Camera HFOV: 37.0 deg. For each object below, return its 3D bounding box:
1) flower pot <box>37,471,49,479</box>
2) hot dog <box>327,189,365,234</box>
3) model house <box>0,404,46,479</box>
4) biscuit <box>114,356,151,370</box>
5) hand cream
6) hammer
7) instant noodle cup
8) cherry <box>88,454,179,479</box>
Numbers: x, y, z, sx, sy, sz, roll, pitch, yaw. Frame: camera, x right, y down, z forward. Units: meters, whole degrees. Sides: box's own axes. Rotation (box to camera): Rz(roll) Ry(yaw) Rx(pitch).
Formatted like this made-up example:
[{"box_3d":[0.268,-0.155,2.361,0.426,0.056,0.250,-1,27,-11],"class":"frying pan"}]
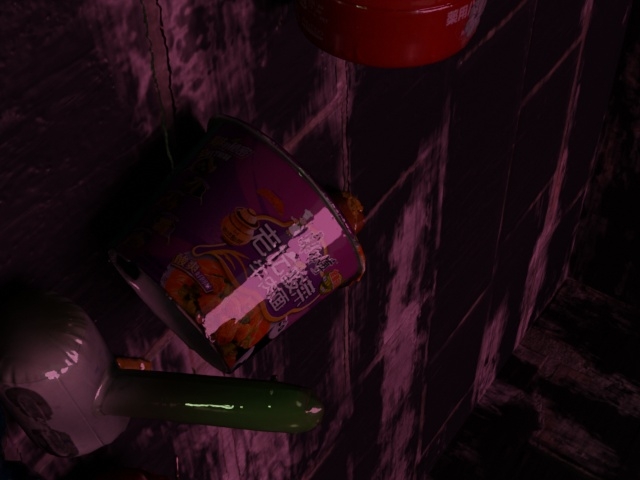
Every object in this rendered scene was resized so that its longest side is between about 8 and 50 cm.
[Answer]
[{"box_3d":[-0.312,0.374,0.971,0.259,0.290,0.290,-68,158,-16],"class":"flower pot"},{"box_3d":[0.004,0.004,1.409,0.261,0.093,0.123,-40,146,-41],"class":"hot dog"},{"box_3d":[-0.329,0.222,0.755,0.243,0.284,0.298,-56,155,-28],"class":"model house"},{"box_3d":[-0.247,0.183,1.180,0.083,0.018,0.081,-63,156,0],"class":"biscuit"},{"box_3d":[0.078,-0.310,1.092,0.230,0.230,0.149,-42,152,-39],"class":"hand cream"},{"box_3d":[-0.160,0.146,0.956,0.206,0.335,0.119,81,16,-55],"class":"hammer"},{"box_3d":[-0.103,0.015,1.058,0.190,0.251,0.251,-45,151,-17],"class":"instant noodle cup"},{"box_3d":[-0.260,0.392,1.175,0.249,0.175,0.192,-44,140,-33],"class":"cherry"}]
